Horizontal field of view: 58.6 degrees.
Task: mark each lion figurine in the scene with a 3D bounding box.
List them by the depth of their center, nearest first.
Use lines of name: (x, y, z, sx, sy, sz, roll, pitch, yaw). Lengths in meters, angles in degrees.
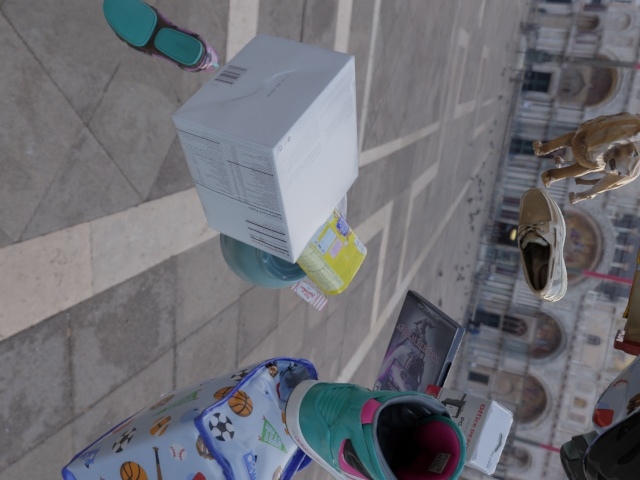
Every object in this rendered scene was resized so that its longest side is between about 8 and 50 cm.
lion figurine: (0.630, -0.181, 1.257, 0.392, 0.240, 0.142, -1, 78, -54)

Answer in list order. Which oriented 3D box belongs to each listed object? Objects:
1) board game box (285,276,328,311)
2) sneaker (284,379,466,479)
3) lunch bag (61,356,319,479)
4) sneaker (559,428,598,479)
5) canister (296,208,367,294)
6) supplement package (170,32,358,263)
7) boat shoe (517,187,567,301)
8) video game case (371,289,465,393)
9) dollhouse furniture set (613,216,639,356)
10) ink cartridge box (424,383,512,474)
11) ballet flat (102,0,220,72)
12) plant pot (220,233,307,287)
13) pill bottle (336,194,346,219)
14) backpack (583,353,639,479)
board game box: (-0.045, 0.152, 1.860, 0.045, 0.146, 0.193, -52, -177, 3)
sneaker: (0.109, 0.271, 0.705, 0.295, 0.178, 0.124, 44, 57, -29)
lunch bag: (-0.194, 0.366, 1.055, 0.239, 0.327, 0.385, 65, 21, -5)
sneaker: (0.458, 0.259, 0.718, 0.330, 0.146, 0.123, 123, -47, -67)
canister: (0.000, 0.000, 1.011, 0.170, 0.073, 0.126, 51, 59, -31)
supplement package: (-0.058, -0.122, 0.754, 0.194, 0.149, 0.203, -54, 154, -32)
boat shoe: (0.618, -0.003, 1.606, 0.110, 0.121, 0.341, 22, 58, -45)
video game case: (0.197, 0.268, 1.210, 0.196, 0.026, 0.274, 40, -64, 62)
dollhouse furniture set: (0.595, 0.086, 0.724, 0.152, 0.374, 0.201, -11, 112, -52)
ink cartridge box: (0.238, 0.321, 0.983, 0.063, 0.150, 0.109, 38, 68, -27)
ballet flat: (-0.255, -0.326, 0.925, 0.077, 0.221, 0.079, -60, 164, 5)
plant pot: (-0.113, 0.008, 1.581, 0.196, 0.293, 0.293, -152, -111, -64)
pill bottle: (-0.099, -0.097, 1.307, 0.169, 0.301, 0.169, -3, 90, -79)
backpack: (0.334, 0.153, 0.356, 0.276, 0.263, 0.213, -50, -173, 18)
